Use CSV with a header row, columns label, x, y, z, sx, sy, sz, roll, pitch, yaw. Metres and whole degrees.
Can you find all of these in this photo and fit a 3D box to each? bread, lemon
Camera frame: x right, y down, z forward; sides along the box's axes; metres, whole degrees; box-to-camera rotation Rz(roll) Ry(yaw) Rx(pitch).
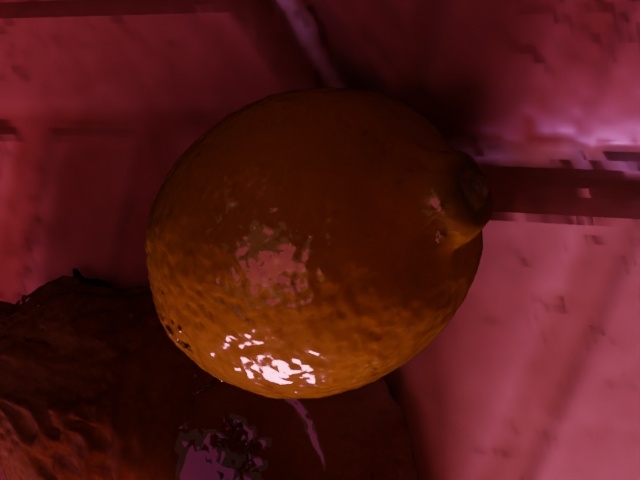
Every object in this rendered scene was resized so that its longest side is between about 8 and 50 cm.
label,x,y,z,sx,sy,sz,roll,pitch,yaw
bread,-0.034,0.075,0.472,0.126,0.044,0.129,12,121,38
lemon,0.000,0.000,0.392,0.083,0.062,0.062,-16,100,40
